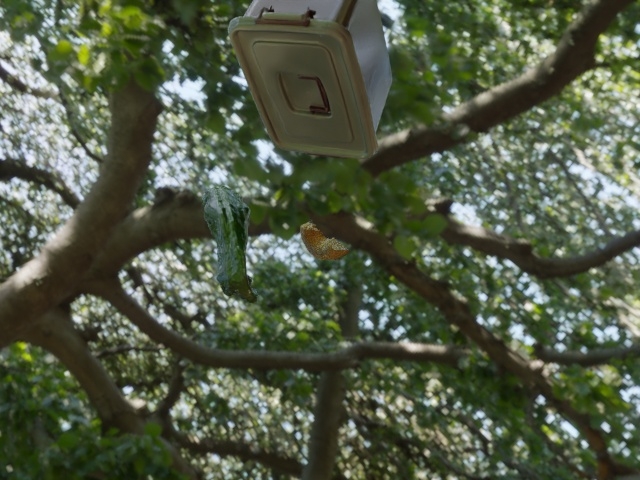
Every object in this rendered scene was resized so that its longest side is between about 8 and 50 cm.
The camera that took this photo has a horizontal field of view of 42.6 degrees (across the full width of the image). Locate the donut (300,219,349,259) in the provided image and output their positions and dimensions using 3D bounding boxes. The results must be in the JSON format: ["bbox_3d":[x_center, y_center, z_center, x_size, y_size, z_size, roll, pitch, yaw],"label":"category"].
[{"bbox_3d":[0.000,0.000,1.396,0.067,0.083,0.038,-29,-4,42],"label":"donut"}]

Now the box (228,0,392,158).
[{"bbox_3d":[0.003,-0.278,1.261,0.294,0.193,0.167,69,-142,-53],"label":"box"}]

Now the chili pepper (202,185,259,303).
[{"bbox_3d":[-0.139,-0.005,1.246,0.074,0.257,0.100,-6,-49,-6],"label":"chili pepper"}]
